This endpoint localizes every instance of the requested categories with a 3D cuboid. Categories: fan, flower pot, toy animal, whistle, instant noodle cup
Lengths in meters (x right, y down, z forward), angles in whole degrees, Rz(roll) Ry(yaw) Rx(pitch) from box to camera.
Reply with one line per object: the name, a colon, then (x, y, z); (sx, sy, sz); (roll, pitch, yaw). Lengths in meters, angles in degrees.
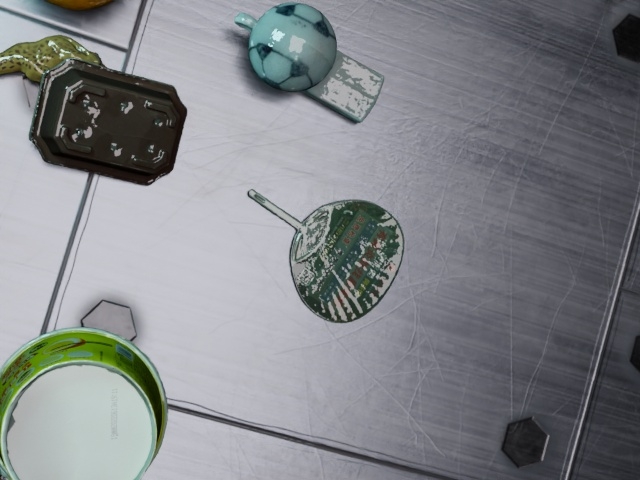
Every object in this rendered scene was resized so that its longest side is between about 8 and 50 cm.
fan: (0.007, 0.033, 1.925); (0.294, 0.012, 0.223); (5, 90, -13)
flower pot: (-0.337, -0.189, 1.774); (0.251, 0.084, 0.179); (12, 96, -26)
toy animal: (-0.477, -0.277, 1.789); (0.275, 0.054, 0.149); (15, 91, -15)
whistle: (-0.016, -0.311, 1.846); (0.289, 0.163, 0.163); (27, 84, -11)
instant noodle cup: (-0.387, 0.294, 1.721); (0.311, 0.221, 0.311); (0, 89, -13)

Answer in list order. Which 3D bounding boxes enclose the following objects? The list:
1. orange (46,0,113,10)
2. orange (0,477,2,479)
orange: (-0.395, -0.471, 1.734); (0.219, 0.193, 0.219); (4, 61, -7)
orange: (-0.576, 0.419, 1.709); (0.159, 0.136, 0.159); (4, 119, 7)
